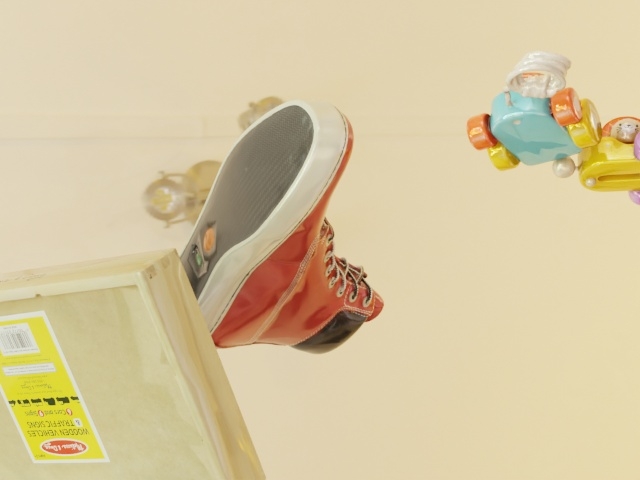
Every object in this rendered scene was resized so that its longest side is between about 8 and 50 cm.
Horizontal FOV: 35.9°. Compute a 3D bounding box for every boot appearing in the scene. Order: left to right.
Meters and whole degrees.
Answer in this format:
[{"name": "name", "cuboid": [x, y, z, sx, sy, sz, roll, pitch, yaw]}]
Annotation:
[{"name": "boot", "cuboid": [0.000, 0.000, 0.766, 0.176, 0.244, 0.088, 9, -136, -31]}]

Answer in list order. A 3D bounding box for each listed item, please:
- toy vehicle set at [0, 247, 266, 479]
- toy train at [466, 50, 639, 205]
[{"name": "toy vehicle set", "cuboid": [-0.179, 0.101, 0.669, 0.035, 0.267, 0.165, -41, -62, -53]}, {"name": "toy train", "cuboid": [0.161, -0.070, 0.509, 0.166, 0.125, 0.046, 10, -117, -12]}]
